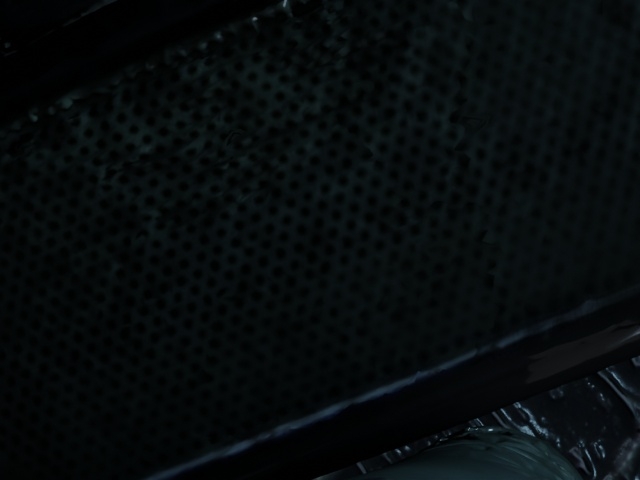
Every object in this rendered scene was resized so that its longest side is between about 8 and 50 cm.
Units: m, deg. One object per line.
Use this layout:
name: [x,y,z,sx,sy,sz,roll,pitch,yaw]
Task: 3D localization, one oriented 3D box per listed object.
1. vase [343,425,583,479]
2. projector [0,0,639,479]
vase: [0.042,0.155,0.786,0.251,0.156,0.301,6,-173,15]
projector: [0.029,-0.023,0.919,0.405,0.242,0.395,-23,177,14]
